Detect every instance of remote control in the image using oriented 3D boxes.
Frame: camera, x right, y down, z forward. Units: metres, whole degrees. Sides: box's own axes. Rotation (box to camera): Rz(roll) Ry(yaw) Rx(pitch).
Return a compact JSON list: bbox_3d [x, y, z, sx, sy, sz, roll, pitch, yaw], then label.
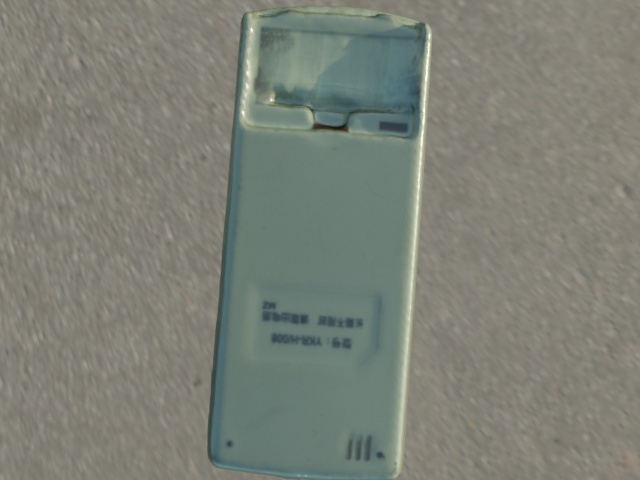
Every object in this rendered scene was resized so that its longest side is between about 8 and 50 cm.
[{"bbox_3d":[0.000,0.000,1.109,0.123,0.038,0.285,2,86,3],"label":"remote control"}]
